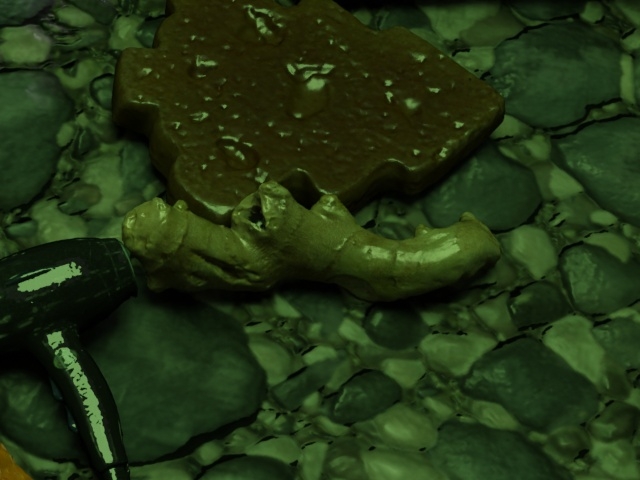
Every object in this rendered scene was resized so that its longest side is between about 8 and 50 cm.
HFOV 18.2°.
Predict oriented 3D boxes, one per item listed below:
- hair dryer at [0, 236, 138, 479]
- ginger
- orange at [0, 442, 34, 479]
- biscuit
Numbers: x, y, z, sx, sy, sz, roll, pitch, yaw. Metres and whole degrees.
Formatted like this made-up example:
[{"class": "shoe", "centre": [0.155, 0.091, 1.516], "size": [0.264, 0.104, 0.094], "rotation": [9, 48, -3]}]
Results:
[{"class": "hair dryer", "centre": [-0.184, 0.109, 1.306], "size": [0.195, 0.075, 0.219], "rotation": [-23, 63, -15]}, {"class": "ginger", "centre": [0.000, 0.000, 1.412], "size": [0.288, 0.089, 0.075], "rotation": [-1, 12, -16]}, {"class": "orange", "centre": [-0.272, 0.207, 1.018], "size": [0.293, 0.340, 0.340], "rotation": [-38, 61, -7]}, {"class": "biscuit", "centre": [-0.008, -0.098, 1.521], "size": [0.301, 0.043, 0.278], "rotation": [6, 48, -5]}]
